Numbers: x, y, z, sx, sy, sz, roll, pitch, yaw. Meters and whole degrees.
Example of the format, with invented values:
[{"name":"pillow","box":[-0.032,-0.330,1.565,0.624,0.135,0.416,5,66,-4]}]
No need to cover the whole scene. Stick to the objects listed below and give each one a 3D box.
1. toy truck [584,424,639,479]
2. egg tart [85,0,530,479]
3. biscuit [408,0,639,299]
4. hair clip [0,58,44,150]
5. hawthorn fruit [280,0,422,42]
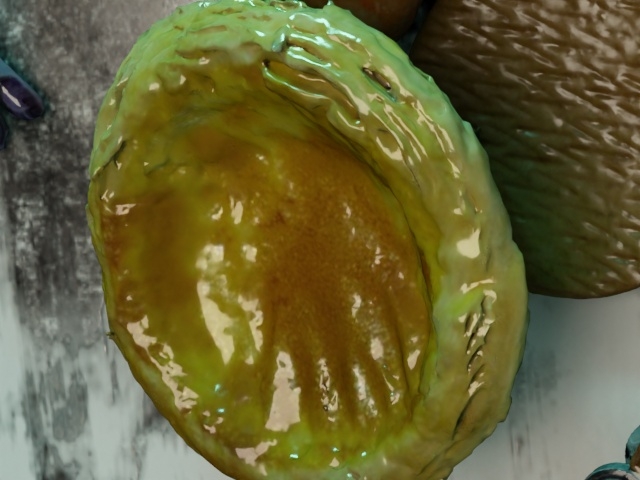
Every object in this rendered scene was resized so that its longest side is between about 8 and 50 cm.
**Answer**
[{"name":"toy truck","box":[0.276,0.152,1.311,0.162,0.136,0.305,31,113,17]},{"name":"egg tart","box":[0.000,0.000,1.410,0.387,0.169,0.388,17,117,37]},{"name":"biscuit","box":[0.175,-0.086,1.395,0.262,0.037,0.262,4,98,30]},{"name":"hair clip","box":[-0.327,-0.176,1.662,0.137,0.090,0.278,-40,70,29]},{"name":"hawthorn fruit","box":[0.011,-0.225,1.406,0.149,0.149,0.189,-16,129,31]}]
